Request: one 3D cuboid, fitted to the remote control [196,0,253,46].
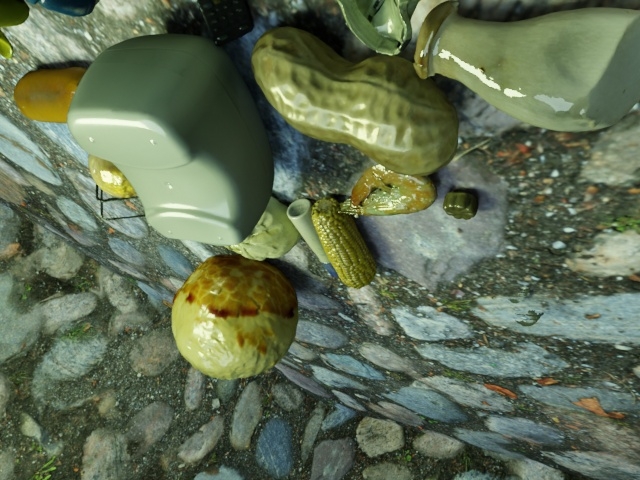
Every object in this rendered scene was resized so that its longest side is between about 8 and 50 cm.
[{"bbox_3d":[-0.144,-0.350,0.497,0.025,0.063,0.245,60,173,36],"label":"remote control"}]

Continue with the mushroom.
[{"bbox_3d":[0.209,-0.180,0.438,0.225,0.093,0.116,22,132,30],"label":"mushroom"}]

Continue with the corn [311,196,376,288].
[{"bbox_3d":[0.053,0.013,0.921,0.091,0.091,0.260,5,145,33],"label":"corn"}]

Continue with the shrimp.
[{"bbox_3d":[0.105,-0.085,0.742,0.115,0.051,0.217,48,149,-23],"label":"shrimp"}]

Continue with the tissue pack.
[{"bbox_3d":[-0.210,-0.164,0.703,0.229,0.236,0.333,7,149,18],"label":"tissue pack"}]

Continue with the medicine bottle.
[{"bbox_3d":[0.000,0.000,0.979,0.059,0.059,0.231,8,147,34],"label":"medicine bottle"}]

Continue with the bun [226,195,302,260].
[{"bbox_3d":[-0.164,-0.027,0.997,0.229,0.145,0.230,19,150,11],"label":"bun"}]

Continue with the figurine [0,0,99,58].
[{"bbox_3d":[-0.372,-0.346,0.504,0.205,0.338,0.283,57,176,-35],"label":"figurine"}]

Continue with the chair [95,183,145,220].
[{"bbox_3d":[-0.500,-0.182,1.082,0.145,0.221,0.140,-10,166,-26],"label":"chair"}]

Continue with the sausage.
[{"bbox_3d":[-0.576,-0.309,0.915,0.327,0.112,0.112,11,149,30],"label":"sausage"}]

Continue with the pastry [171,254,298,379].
[{"bbox_3d":[-0.244,0.203,1.253,0.388,0.388,0.313,21,121,13],"label":"pastry"}]

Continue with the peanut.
[{"bbox_3d":[0.041,-0.183,0.549,0.298,0.120,0.136,25,130,8],"label":"peanut"}]

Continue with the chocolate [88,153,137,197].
[{"bbox_3d":[-0.399,-0.179,0.870,0.134,0.134,0.309,48,177,-35],"label":"chocolate"}]

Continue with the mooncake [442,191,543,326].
[{"bbox_3d":[0.316,0.036,0.767,0.346,0.057,0.150,42,164,-14],"label":"mooncake"}]

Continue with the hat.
[{"bbox_3d":[0.030,-0.269,0.404,0.165,0.081,0.122,18,123,-21],"label":"hat"}]
